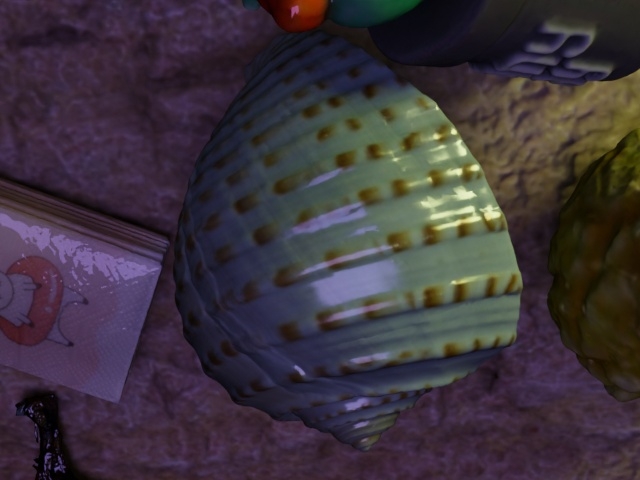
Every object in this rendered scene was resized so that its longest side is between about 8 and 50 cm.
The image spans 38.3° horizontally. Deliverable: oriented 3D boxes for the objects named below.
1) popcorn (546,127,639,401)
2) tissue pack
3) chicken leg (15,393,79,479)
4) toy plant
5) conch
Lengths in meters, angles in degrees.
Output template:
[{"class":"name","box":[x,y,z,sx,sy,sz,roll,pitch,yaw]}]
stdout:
[{"class":"popcorn","box":[0.314,0.023,0.727,0.282,0.247,0.282,5,124,7]},{"class":"tissue pack","box":[-0.317,0.024,0.860,0.325,0.071,0.170,20,115,-5]},{"class":"chicken leg","box":[-0.254,0.273,0.978,0.106,0.051,0.253,-30,107,9]},{"class":"toy plant","box":[0.057,-0.202,0.600,0.400,0.279,0.185,5,138,-26]},{"class":"conch","box":[-0.010,0.011,0.725,0.215,0.303,0.319,-35,94,-28]}]
